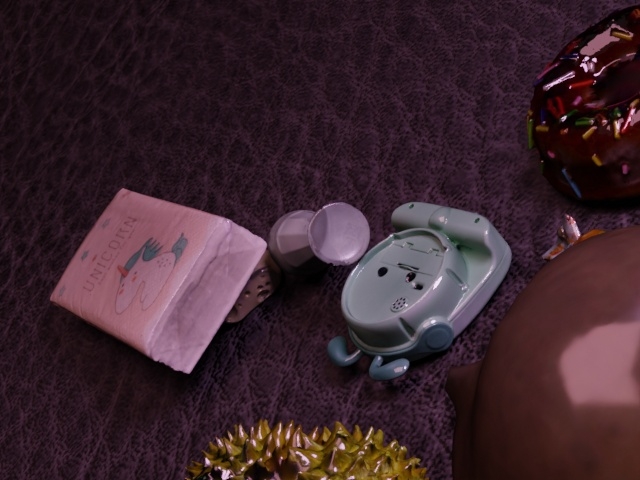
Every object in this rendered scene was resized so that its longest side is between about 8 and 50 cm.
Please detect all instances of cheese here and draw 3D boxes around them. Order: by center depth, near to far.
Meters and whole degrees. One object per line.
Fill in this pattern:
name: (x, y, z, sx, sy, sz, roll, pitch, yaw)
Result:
cheese: (-0.109, 0.024, 1.649, 0.097, 0.037, 0.192, -40, 33, -2)

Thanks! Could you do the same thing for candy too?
candy: (0.257, 0.018, 1.274, 0.053, 0.046, 0.182, -50, 36, -11)

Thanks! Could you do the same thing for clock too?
clock: (0.086, 0.051, 1.396, 0.148, 0.060, 0.188, 12, 60, 51)

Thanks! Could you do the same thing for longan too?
longan: (0.223, 0.128, 0.973, 0.297, 0.297, 0.297, -27, 35, 20)

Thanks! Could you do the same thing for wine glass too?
wine glass: (0.000, 0.000, 1.489, 0.073, 0.073, 0.155, -49, 11, -13)

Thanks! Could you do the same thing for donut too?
donut: (0.300, -0.141, 1.387, 0.235, 0.089, 0.235, -28, 33, 21)

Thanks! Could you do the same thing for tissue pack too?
tissue pack: (-0.190, 0.037, 1.637, 0.170, 0.071, 0.325, -61, 28, -8)

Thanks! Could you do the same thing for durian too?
durian: (-0.010, 0.260, 1.111, 0.291, 0.225, 0.291, -10, 78, 52)
